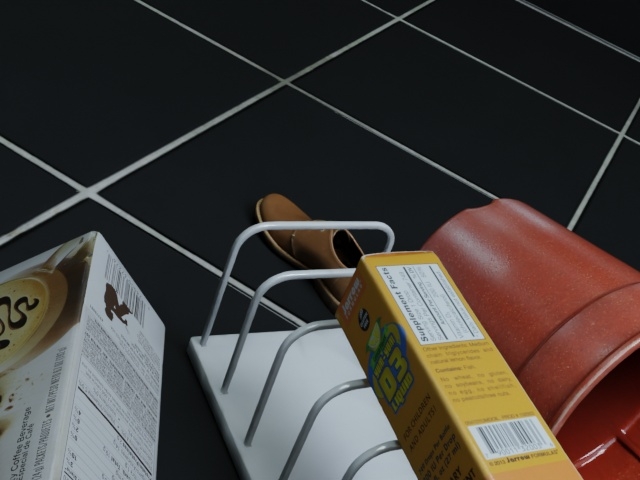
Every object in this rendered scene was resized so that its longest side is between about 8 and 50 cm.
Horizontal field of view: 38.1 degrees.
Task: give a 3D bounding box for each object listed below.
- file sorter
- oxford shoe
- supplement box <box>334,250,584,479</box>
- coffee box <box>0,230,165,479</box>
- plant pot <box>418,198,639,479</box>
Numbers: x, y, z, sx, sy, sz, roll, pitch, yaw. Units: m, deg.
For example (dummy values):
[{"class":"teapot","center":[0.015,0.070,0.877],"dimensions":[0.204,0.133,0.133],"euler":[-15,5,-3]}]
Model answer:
[{"class":"file sorter","center":[0.028,0.132,0.838],"dimensions":[0.193,0.173,0.277],"euler":[-1,40,-30]},{"class":"oxford shoe","center":[0.000,0.000,1.097],"dimensions":[0.076,0.076,0.212],"euler":[-15,47,-41]},{"class":"supplement box","center":[0.093,0.112,0.681],"dimensions":[0.080,0.078,0.233],"euler":[-1,42,-26]},{"class":"coffee box","center":[-0.212,0.145,0.648],"dimensions":[0.168,0.118,0.297],"euler":[-23,33,9]},{"class":"plant pot","center":[0.229,0.107,0.936],"dimensions":[0.273,0.272,0.265],"euler":[-3,32,-33]}]
